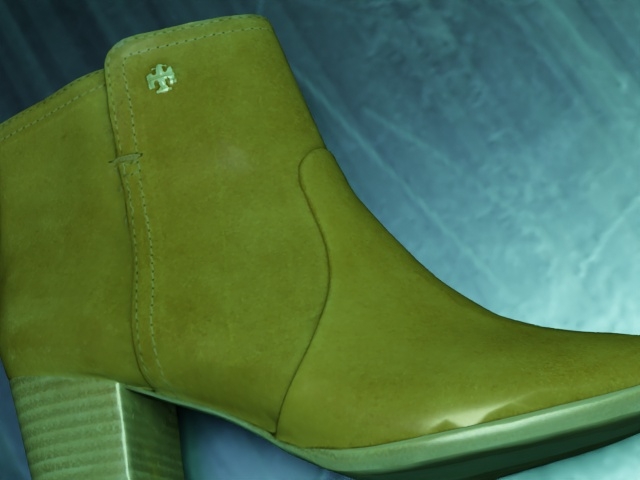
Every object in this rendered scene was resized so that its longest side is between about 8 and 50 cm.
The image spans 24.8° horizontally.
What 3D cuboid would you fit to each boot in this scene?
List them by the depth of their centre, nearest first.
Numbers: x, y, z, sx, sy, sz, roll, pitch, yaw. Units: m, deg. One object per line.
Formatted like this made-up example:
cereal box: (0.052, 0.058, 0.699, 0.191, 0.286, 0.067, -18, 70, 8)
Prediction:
boot: (0.000, 0.000, 0.595, 0.295, 0.104, 0.211, -13, 72, 11)
